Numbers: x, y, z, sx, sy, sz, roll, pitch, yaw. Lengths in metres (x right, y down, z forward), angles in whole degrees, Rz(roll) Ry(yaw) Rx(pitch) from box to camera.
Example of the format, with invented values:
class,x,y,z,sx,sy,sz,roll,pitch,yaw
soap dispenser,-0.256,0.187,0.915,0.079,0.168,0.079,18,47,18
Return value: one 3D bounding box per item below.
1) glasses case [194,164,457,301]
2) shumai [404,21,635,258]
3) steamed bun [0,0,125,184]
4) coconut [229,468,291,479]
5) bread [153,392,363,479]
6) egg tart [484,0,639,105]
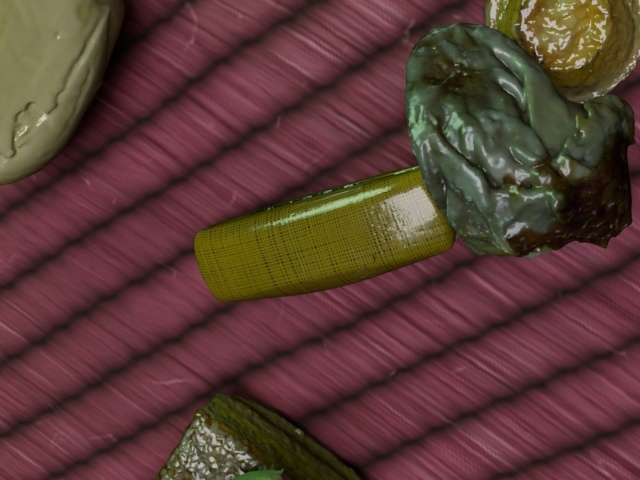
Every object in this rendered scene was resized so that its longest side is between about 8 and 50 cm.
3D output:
class,x,y,z,sx,sy,sz,roll,pitch,yaw
glasses case,0.000,0.000,0.684,0.234,0.064,0.079,-14,105,28
shumai,0.147,-0.077,0.585,0.142,0.184,0.184,-13,98,21
steamed bun,-0.316,-0.175,0.663,0.273,0.166,0.232,15,117,-32
coconut,-0.042,0.223,0.638,0.083,0.082,0.081,5,92,-9
bread,-0.080,0.276,0.754,0.184,0.110,0.234,36,105,7
egg tart,0.188,-0.165,0.628,0.129,0.049,0.129,2,102,11
